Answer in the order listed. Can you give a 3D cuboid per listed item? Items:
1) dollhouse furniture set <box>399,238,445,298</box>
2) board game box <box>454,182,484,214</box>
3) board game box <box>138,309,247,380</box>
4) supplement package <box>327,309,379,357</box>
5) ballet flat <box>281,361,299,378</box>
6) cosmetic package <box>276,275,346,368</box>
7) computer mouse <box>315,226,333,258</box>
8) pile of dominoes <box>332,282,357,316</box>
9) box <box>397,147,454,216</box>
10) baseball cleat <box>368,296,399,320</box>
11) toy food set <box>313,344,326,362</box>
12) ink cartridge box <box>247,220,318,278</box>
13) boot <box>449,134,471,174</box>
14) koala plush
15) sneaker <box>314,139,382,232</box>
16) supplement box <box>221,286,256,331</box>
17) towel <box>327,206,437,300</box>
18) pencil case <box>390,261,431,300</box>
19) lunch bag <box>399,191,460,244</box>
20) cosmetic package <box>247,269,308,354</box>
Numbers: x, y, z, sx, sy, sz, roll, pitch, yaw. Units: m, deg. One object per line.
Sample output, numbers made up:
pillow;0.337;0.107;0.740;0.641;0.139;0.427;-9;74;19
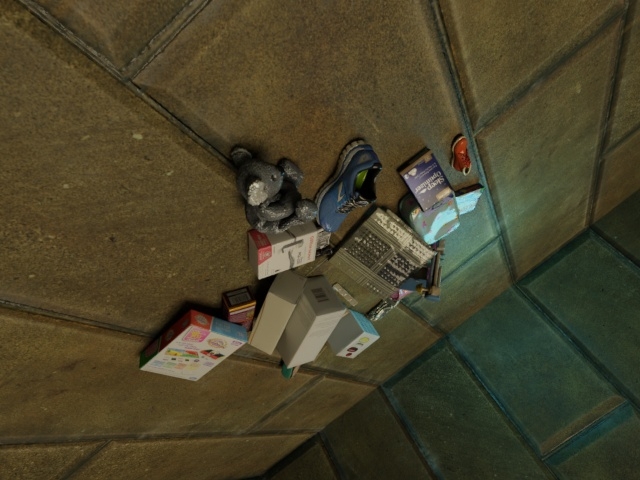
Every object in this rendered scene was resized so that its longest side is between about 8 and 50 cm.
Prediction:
dollhouse furniture set;0.419;0.102;1.741;0.197;0.287;0.303;7;171;15
board game box;0.613;-0.167;1.801;0.201;0.035;0.136;-19;143;-20
board game box;-0.458;0.389;1.480;0.316;0.064;0.242;-39;133;22
supplement package;0.159;0.486;2.112;0.194;0.149;0.203;-42;146;12
ballet flat;-0.125;0.577;2.054;0.106;0.107;0.316;-32;157;-40
cosmetic package;-0.065;0.345;1.721;0.155;0.197;0.366;-6;138;-35
computer mouse;0.000;0.000;1.497;0.105;0.042;0.193;-18;148;-15
pile of dominoes;0.049;0.296;1.915;0.196;0.040;0.251;-37;137;5
box;0.390;-0.201;1.482;0.136;0.036;0.225;-37;115;3
baseball cleat;0.345;0.358;2.200;0.205;0.072;0.109;-37;159;12
toy food set;-0.030;0.566;2.141;0.132;0.038;0.192;-48;155;-14
ink cartridge box;-0.125;0.021;1.374;0.217;0.092;0.159;-19;143;-23
boot;0.530;-0.314;1.515;0.059;0.085;0.158;-28;143;-6
koala plush;-0.150;-0.134;1.089;0.203;0.196;0.221;-28;150;9
sneaker;0.088;-0.144;1.301;0.129;0.147;0.330;-4;136;-36
supplement box;-0.309;0.270;1.528;0.104;0.081;0.188;-13;140;-27
towel;0.239;0.053;1.617;0.324;0.056;0.312;36;113;-16
pencil case;0.466;0.203;2.060;0.283;0.124;0.124;-19;143;-22
lunch bag;0.449;-0.110;1.656;0.224;0.108;0.279;-35;140;1
cosmetic package;-0.165;0.271;1.561;0.160;0.113;0.310;-63;178;-55
